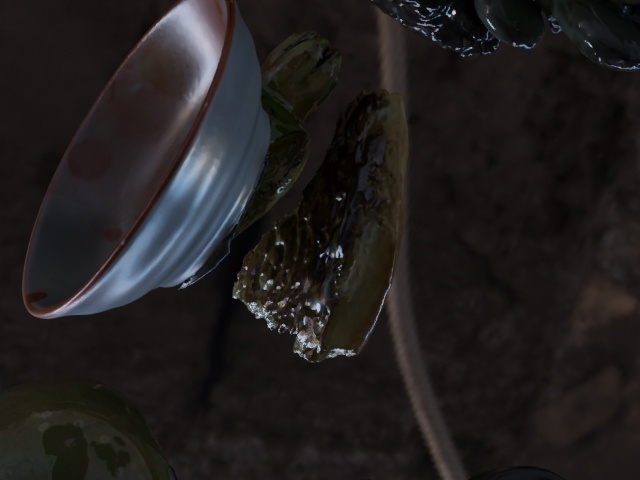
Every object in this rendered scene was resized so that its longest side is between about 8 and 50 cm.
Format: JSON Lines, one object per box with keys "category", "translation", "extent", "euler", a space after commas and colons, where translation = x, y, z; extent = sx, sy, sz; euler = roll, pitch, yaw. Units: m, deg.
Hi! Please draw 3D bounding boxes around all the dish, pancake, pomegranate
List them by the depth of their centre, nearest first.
{"category": "dish", "translation": [-0.103, -0.046, 1.311], "extent": [0.085, 0.260, 0.260], "euler": [30, -149, -21]}
{"category": "pomegranate", "translation": [-0.102, -0.112, 1.808], "extent": [0.159, 0.241, 0.190], "euler": [48, -150, 13]}
{"category": "pancake", "translation": [0.000, 0.000, 1.839], "extent": [0.057, 0.244, 0.266], "euler": [21, -115, -31]}

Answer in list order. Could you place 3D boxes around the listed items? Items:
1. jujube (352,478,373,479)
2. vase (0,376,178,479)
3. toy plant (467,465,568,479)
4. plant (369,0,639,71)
{"category": "jujube", "translation": [0.043, 0.309, 1.564], "extent": [0.155, 0.230, 0.155], "euler": [-24, -158, 11]}
{"category": "vase", "translation": [-0.267, 0.296, 1.618], "extent": [0.302, 0.329, 0.241], "euler": [-21, -152, -20]}
{"category": "toy plant", "translation": [0.192, 0.301, 1.778], "extent": [0.218, 0.175, 0.235], "euler": [-14, -179, -24]}
{"category": "plant", "translation": [0.147, -0.197, 1.368], "extent": [0.274, 0.146, 0.149], "euler": [20, -176, 37]}
